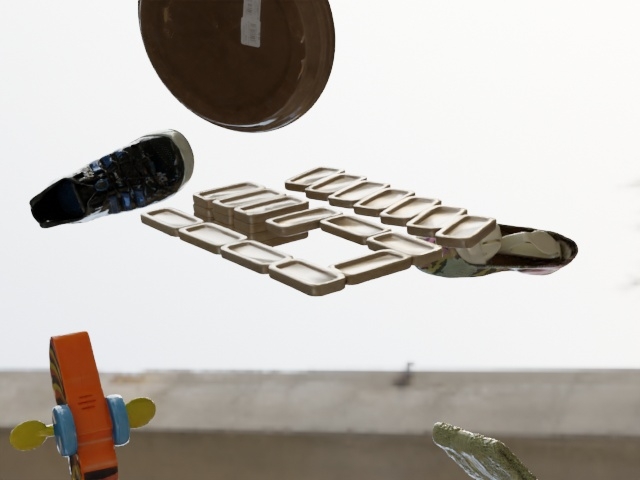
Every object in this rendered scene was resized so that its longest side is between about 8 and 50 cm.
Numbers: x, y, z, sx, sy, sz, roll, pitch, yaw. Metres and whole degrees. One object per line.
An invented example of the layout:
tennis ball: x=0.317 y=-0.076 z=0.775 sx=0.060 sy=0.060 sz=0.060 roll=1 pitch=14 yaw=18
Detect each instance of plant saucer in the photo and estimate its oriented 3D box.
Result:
plant saucer: x=-0.112 y=-0.258 z=1.772 sx=0.041 sy=0.278 sz=0.278 roll=-41 pitch=-55 yaw=-54

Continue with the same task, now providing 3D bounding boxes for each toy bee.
toy bee: x=-0.331 y=0.285 z=2.009 sx=0.162 sy=0.195 sz=0.298 roll=113 pitch=163 yaw=-52

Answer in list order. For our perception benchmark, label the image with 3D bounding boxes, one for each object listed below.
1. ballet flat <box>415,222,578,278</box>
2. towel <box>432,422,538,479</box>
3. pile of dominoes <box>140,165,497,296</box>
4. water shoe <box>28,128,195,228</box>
ballet flat: x=0.216 y=0.005 z=1.752 sx=0.221 sy=0.079 sz=0.077 roll=3 pitch=-108 yaw=-28
towel: x=0.205 y=0.273 z=1.775 sx=0.148 sy=0.110 sz=0.027 roll=49 pitch=-117 yaw=-44
pile of dominoes: x=0.000 y=0.000 z=1.099 sx=0.196 sy=0.251 sz=0.040 roll=-14 pitch=-68 yaw=-34
water shoe: x=-0.219 y=-0.054 z=1.529 sx=0.080 sy=0.203 sz=0.073 roll=-36 pitch=-79 yaw=-55
